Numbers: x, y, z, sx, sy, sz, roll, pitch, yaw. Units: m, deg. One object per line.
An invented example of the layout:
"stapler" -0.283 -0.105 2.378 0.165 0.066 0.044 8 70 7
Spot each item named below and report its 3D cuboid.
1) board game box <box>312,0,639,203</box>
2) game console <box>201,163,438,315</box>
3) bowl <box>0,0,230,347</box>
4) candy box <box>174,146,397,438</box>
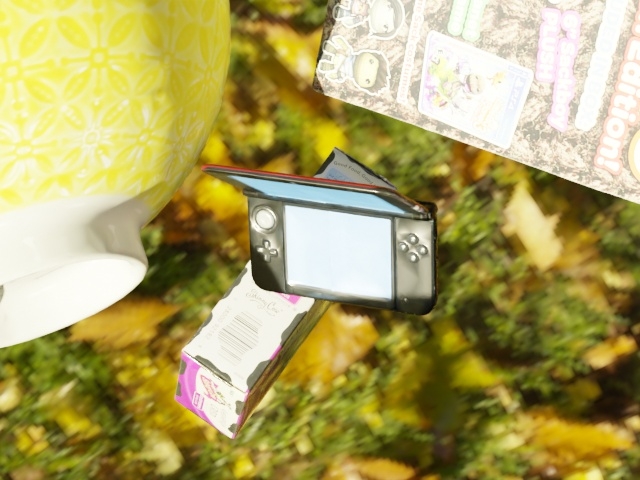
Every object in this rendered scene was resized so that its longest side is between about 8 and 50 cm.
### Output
"board game box" 0.186 -0.115 0.954 0.232 0.291 0.141 -15 121 -53
"game console" 0.000 0.000 1.249 0.085 0.144 0.124 -40 134 -56
"bowl" -0.162 -0.038 0.878 0.289 0.289 0.156 -13 74 -30
"candy box" -0.032 0.049 1.611 0.071 0.159 0.233 34 70 6
